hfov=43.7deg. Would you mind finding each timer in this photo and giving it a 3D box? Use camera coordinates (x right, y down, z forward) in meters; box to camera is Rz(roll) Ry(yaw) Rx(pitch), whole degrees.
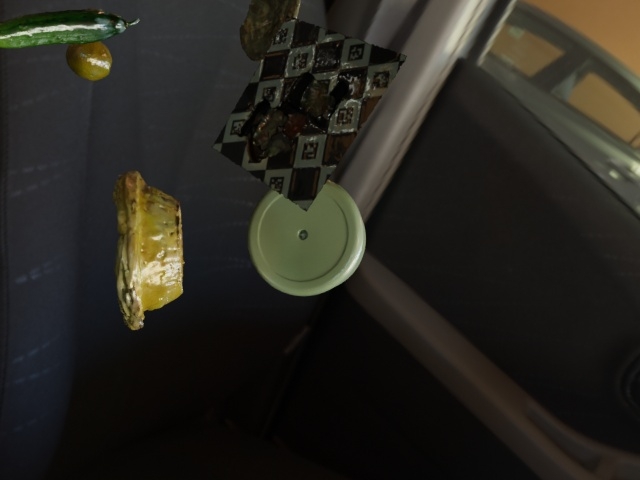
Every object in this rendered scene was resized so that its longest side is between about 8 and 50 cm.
[{"bbox_3d":[0.000,0.000,2.040,0.291,0.291,0.315,42,7,16],"label":"timer"}]

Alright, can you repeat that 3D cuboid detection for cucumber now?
[{"bbox_3d":[-0.408,-0.339,1.270,0.250,0.056,0.056,-15,49,-34],"label":"cucumber"}]

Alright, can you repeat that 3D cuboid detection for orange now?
[{"bbox_3d":[-0.474,-0.372,1.641,0.095,0.085,0.085,47,9,-39],"label":"orange"}]

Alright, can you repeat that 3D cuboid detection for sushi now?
[{"bbox_3d":[-0.019,-0.221,1.367,0.294,0.292,0.059,34,5,39],"label":"sushi"}]

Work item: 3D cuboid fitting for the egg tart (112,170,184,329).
[{"bbox_3d":[-0.296,0.016,1.374,0.118,0.288,0.288,0,28,-8],"label":"egg tart"}]

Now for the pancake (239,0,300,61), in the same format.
[{"bbox_3d":[-0.137,-0.601,2.171,0.222,0.236,0.042,1,-10,41],"label":"pancake"}]
